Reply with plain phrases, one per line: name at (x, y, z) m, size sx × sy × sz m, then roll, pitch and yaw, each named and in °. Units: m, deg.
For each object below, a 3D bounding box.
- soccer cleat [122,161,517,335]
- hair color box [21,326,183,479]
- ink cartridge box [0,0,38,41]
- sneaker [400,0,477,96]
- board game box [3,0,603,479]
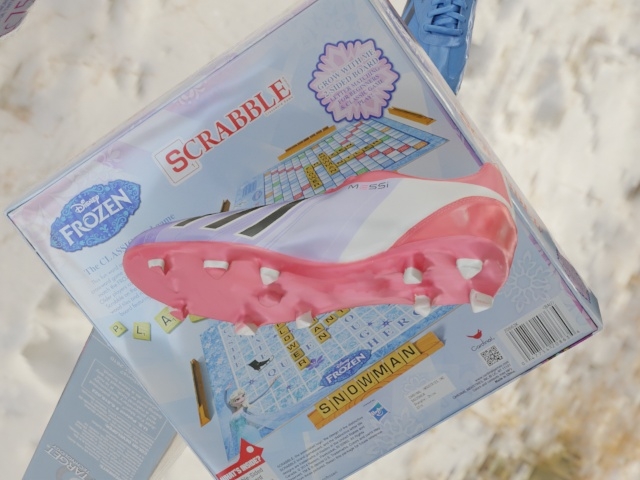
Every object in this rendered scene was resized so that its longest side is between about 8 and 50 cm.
soccer cleat at (0.000, 0.000, 0.928) m, size 0.083 × 0.248 × 0.095 m, roll 70°, pitch 23°, yaw -47°
hair color box at (-0.165, 0.143, 1.411) m, size 0.185 × 0.114 × 0.374 m, roll -52°, pitch 175°, yaw -44°
ink cartridge box at (-0.235, -0.275, 0.805) m, size 0.065 × 0.311 × 0.186 m, roll -29°, pitch 174°, yaw -42°
sneaker at (0.112, -0.219, 1.351) m, size 0.082 × 0.069 × 0.209 m, roll 111°, pitch -8°, yaw -57°
board game box at (-0.011, 0.012, 1.097) m, size 0.319 × 0.318 × 0.066 m, roll -32°, pitch -167°, yaw 16°
